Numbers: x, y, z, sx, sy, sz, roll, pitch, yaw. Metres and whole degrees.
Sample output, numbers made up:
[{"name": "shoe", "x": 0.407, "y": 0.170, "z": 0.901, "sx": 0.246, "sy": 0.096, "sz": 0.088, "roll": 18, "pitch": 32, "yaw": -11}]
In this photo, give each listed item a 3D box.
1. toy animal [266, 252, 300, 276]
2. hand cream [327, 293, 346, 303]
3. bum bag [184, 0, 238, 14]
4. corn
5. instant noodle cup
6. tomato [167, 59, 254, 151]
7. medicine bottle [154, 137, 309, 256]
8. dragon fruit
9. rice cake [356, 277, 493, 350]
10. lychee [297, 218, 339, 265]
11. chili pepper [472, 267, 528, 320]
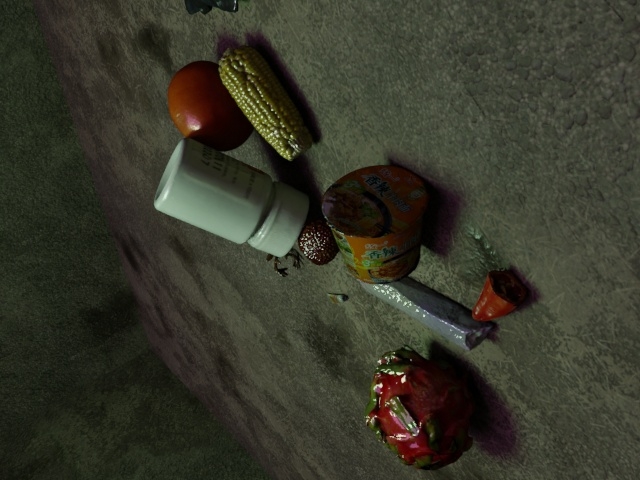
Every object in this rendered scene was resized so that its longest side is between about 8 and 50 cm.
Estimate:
[{"name": "toy animal", "x": -0.153, "y": -0.038, "z": 2.064, "sx": 0.260, "sy": 0.087, "sz": 0.243, "roll": 50, "pitch": 151, "yaw": 27}, {"name": "hand cream", "x": 0.047, "y": 0.170, "z": 1.985, "sx": 0.035, "sy": 0.022, "sz": 0.102, "roll": 58, "pitch": 157, "yaw": -10}, {"name": "bum bag", "x": -0.285, "y": -0.655, "z": 1.756, "sx": 0.310, "sy": 0.074, "sz": 0.137, "roll": 21, "pitch": 122, "yaw": 50}, {"name": "corn", "x": -0.143, "y": -0.357, "z": 1.732, "sx": 0.347, "sy": 0.130, "sz": 0.130, "roll": 53, "pitch": 151, "yaw": 10}, {"name": "instant noodle cup", "x": 0.127, "y": -0.026, "z": 1.494, "sx": 0.230, "sy": 0.230, "sz": 0.182, "roll": 37, "pitch": 153, "yaw": 38}, {"name": "tomato", "x": -0.287, "y": -0.369, "z": 1.861, "sx": 0.180, "sy": 0.260, "sz": 0.260, "roll": -28, "pitch": 90, "yaw": 32}, {"name": "medicine bottle", "x": -0.234, "y": -0.109, "z": 1.815, "sx": 0.371, "sy": 0.211, "sz": 0.211, "roll": 23, "pitch": 159, "yaw": -20}, {"name": "dragon fruit", "x": 0.239, "y": 0.406, "z": 1.648, "sx": 0.303, "sy": 0.231, "sz": 0.237, "roll": 54, "pitch": 144, "yaw": 2}, {"name": "rice cake", "x": 0.235, "y": 0.151, "z": 1.608, "sx": 0.399, "sy": 0.070, "sz": 0.064, "roll": 29, "pitch": 141, "yaw": 47}, {"name": "lychee", "x": 0.000, "y": 0.002, "z": 1.816, "sx": 0.123, "sy": 0.123, "sz": 0.129, "roll": 59, "pitch": 145, "yaw": 5}, {"name": "chili pepper", "x": 0.352, "y": 0.129, "z": 1.407, "sx": 0.088, "sy": 0.065, "sz": 0.169, "roll": 53, "pitch": 154, "yaw": 18}]
